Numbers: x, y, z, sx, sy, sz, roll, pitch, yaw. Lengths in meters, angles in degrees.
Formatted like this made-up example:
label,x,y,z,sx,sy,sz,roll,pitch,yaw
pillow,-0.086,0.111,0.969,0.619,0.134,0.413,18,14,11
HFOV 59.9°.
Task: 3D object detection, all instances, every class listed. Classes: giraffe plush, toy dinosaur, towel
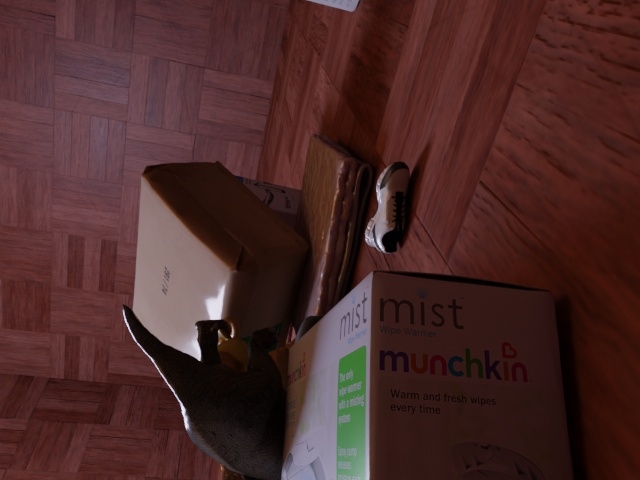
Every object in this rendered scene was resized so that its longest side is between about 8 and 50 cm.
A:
label,x,y,z,sx,sy,sz,roll,pitch,yaw
giraffe plush,-0.100,0.198,0.791,0.181,0.170,0.210,-63,-21,-9
toy dinosaur,-0.068,0.168,0.545,0.160,0.121,0.314,-96,-18,-52
towel,0.000,0.000,0.942,0.317,0.053,0.332,-123,42,-71

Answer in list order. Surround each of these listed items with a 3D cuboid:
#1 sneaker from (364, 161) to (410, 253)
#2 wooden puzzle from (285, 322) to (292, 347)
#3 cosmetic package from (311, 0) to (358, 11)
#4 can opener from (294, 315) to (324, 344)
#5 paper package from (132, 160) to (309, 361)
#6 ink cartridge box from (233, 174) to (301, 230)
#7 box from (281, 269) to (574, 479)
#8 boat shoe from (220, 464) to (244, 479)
label,x,y,z,sx,sy,sz,roll,pitch,yaw
sneaker,0.084,-0.035,0.628,0.044,0.040,0.109,-132,46,-54
wooden puzzle,-0.072,0.206,1.245,0.049,0.006,0.083,159,119,-77
cosmetic package,0.002,-0.540,1.001,0.151,0.183,0.152,132,145,-70
can opener,0.012,0.230,0.650,0.074,0.093,0.281,119,152,-57
paper package,-0.193,0.071,0.995,0.309,0.168,0.325,41,130,34
ink cartridge box,-0.120,-0.063,1.195,0.148,0.203,0.086,-105,28,-61
box,0.054,0.170,0.398,0.262,0.126,0.231,124,150,-66
boat shoe,-0.152,0.467,1.046,0.207,0.073,0.073,-92,-22,-52
